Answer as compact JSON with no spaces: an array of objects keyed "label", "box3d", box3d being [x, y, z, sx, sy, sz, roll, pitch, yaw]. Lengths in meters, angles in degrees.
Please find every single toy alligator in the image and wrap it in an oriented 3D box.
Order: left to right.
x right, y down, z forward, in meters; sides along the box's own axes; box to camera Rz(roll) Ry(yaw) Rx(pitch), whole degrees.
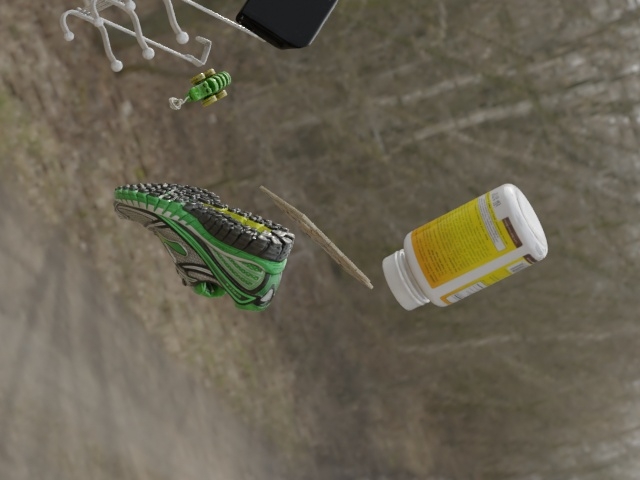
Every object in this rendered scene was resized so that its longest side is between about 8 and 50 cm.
[{"label":"toy alligator","box3d":[-0.208,-0.276,2.425,0.056,0.051,0.190,62,31,-7]}]

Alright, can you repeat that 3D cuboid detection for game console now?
[{"label":"game console","box3d":[-0.137,-0.491,2.340,0.361,0.213,0.044,31,-26,-4]}]

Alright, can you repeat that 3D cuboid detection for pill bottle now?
[{"label":"pill bottle","box3d":[0.198,0.016,1.860,0.117,0.215,0.117,52,21,-29]}]

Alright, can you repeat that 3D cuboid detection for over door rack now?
[{"label":"over door rack","box3d":[-0.274,-0.373,2.420,0.324,0.239,0.108,8,79,-39]}]

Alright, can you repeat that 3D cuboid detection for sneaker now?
[{"label":"sneaker","box3d":[-0.199,0.004,2.024,0.134,0.343,0.146,-2,112,-49]}]

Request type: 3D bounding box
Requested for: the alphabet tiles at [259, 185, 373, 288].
[{"label":"alphabet tiles","box3d":[0.000,0.000,2.464,0.237,0.009,0.198,45,-5,-30]}]
